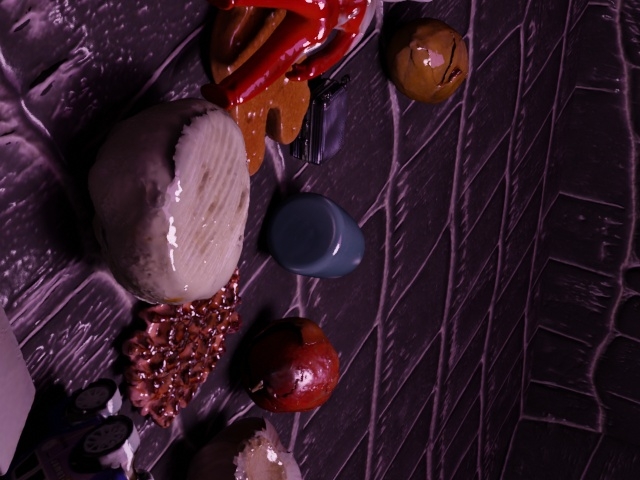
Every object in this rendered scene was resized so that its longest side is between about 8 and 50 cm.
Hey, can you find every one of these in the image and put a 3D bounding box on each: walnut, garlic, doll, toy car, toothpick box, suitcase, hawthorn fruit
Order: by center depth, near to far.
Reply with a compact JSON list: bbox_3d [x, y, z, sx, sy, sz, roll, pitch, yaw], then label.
[{"bbox_3d":[-0.254,0.272,1.238,0.158,0.235,0.172,-23,116,-13],"label":"toy car"},{"bbox_3d":[0.006,-0.290,1.394,0.384,0.099,0.188,-28,136,-40],"label":"doll"},{"bbox_3d":[-0.135,0.369,1.636,0.256,0.207,0.207,-30,139,-26],"label":"garlic"},{"bbox_3d":[0.000,-0.175,1.666,0.086,0.059,0.126,-45,146,-46],"label":"suitcase"},{"bbox_3d":[-0.054,0.194,1.728,0.172,0.148,0.148,-24,130,-46],"label":"hawthorn fruit"},{"bbox_3d":[0.000,0.000,1.729,0.184,0.120,0.120,27,82,-72],"label":"toothpick box"},{"bbox_3d":[0.177,-0.296,1.917,0.245,0.137,0.137,25,84,-78],"label":"walnut"}]

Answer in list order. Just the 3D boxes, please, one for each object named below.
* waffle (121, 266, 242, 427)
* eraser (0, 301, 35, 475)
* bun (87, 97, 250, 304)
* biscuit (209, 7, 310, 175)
[{"bbox_3d":[-0.174,0.120,1.492,0.234,0.055,0.221,-54,155,-27],"label":"waffle"},{"bbox_3d":[-0.334,0.062,0.977,0.077,0.111,0.352,-53,152,-35],"label":"eraser"},{"bbox_3d":[-0.167,-0.042,1.262,0.239,0.141,0.239,11,90,-69],"label":"bun"},{"bbox_3d":[-0.076,-0.243,1.446,0.202,0.047,0.334,-47,150,-42],"label":"biscuit"}]
